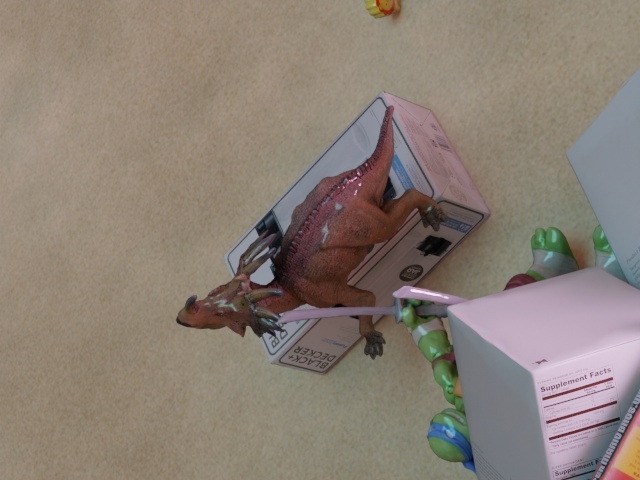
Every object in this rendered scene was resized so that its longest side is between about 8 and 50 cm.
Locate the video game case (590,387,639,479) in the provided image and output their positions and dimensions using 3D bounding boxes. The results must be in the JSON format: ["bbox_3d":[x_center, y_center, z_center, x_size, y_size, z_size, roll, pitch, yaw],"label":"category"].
[{"bbox_3d":[0.307,0.208,1.329,0.285,0.204,0.025,-61,14,-4],"label":"video game case"}]

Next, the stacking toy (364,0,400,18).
[{"bbox_3d":[0.127,-0.373,1.946,0.167,0.052,0.221,-11,70,42],"label":"stacking toy"}]

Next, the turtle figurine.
[{"bbox_3d":[0.160,0.059,1.618,0.275,0.266,0.198,44,150,9],"label":"turtle figurine"}]

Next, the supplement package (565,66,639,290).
[{"bbox_3d":[0.382,-0.029,1.466,0.199,0.198,0.262,-53,46,42],"label":"supplement package"}]

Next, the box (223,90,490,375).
[{"bbox_3d":[0.034,-0.004,1.906,0.290,0.087,0.169,-45,52,27],"label":"box"}]

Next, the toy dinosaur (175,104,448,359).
[{"bbox_3d":[0.000,0.000,1.734,0.127,0.200,0.295,39,106,42],"label":"toy dinosaur"}]

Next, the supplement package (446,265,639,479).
[{"bbox_3d":[0.220,0.154,1.430,0.194,0.149,0.203,-140,37,-69],"label":"supplement package"}]
